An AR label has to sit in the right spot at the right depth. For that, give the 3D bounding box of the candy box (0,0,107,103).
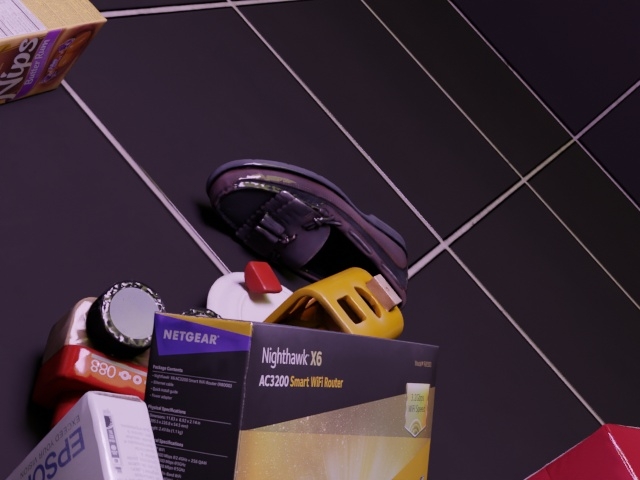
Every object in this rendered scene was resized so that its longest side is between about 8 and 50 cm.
[{"bbox_3d":[-0.307,-0.188,1.007,0.053,0.109,0.187,48,29,3],"label":"candy box"}]

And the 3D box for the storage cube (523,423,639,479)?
[{"bbox_3d":[0.337,0.334,1.115,0.215,0.184,0.193,16,40,-43],"label":"storage cube"}]

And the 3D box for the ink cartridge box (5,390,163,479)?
[{"bbox_3d":[-0.149,0.235,0.552,0.045,0.223,0.224,17,38,-42],"label":"ink cartridge box"}]

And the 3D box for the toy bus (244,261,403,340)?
[{"bbox_3d":[0.030,0.080,1.012,0.191,0.104,0.202,29,31,-31],"label":"toy bus"}]

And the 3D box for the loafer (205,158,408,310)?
[{"bbox_3d":[0.000,0.000,1.184,0.303,0.109,0.095,26,38,-38],"label":"loafer"}]

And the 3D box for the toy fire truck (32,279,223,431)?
[{"bbox_3d":[-0.116,0.176,0.785,0.217,0.158,0.246,25,54,-25],"label":"toy fire truck"}]

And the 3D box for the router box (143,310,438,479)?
[{"bbox_3d":[-0.014,0.185,0.739,0.309,0.081,0.242,15,79,-61],"label":"router box"}]

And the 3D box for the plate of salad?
[{"bbox_3d":[-0.041,0.117,1.032,0.200,0.048,0.199,34,29,-22],"label":"plate of salad"}]
